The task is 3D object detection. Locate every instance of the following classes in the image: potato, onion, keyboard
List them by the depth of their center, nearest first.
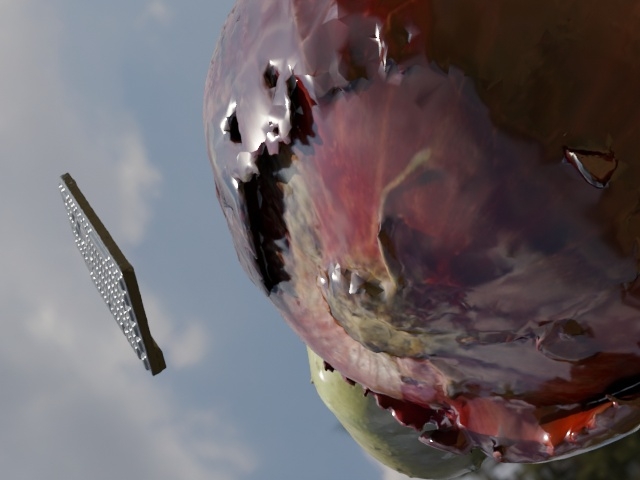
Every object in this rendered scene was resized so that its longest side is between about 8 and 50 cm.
[{"bbox_3d":[0.083,-0.041,0.862,0.276,0.276,0.276,46,-166,-15],"label":"onion"},{"bbox_3d":[-0.180,0.025,1.657,0.310,0.018,0.101,-135,28,-67],"label":"keyboard"},{"bbox_3d":[0.096,0.103,1.696,0.173,0.210,0.307,59,174,27],"label":"potato"}]
